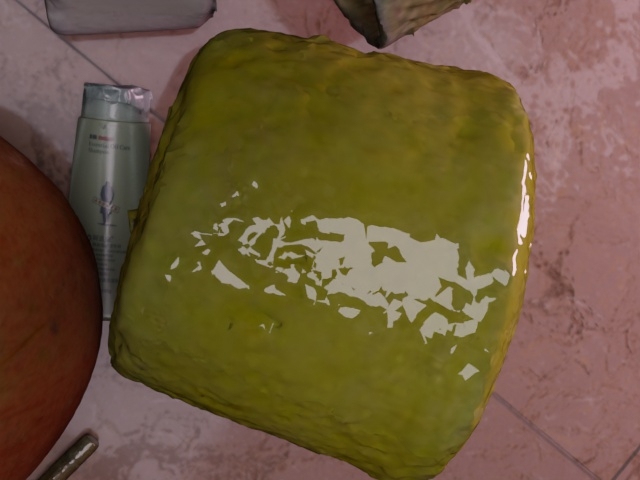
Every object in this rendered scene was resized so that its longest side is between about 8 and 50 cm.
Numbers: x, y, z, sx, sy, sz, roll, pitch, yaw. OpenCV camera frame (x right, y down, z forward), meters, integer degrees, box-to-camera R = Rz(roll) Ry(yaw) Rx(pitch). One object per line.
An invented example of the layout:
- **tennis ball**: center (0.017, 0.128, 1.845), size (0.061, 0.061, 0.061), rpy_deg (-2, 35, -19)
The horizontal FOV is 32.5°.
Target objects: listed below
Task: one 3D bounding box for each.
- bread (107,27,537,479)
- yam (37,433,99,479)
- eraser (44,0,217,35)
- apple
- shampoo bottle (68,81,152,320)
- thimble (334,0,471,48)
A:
- **bread**: center (0.000, 0.000, 0.891), size (0.307, 0.348, 0.348), rpy_deg (17, 94, -4)
- **yam**: center (-0.254, 0.227, 1.030), size (0.116, 0.021, 0.021), rpy_deg (-44, 102, -2)
- **eraser**: center (-0.163, -0.308, 0.876), size (0.149, 0.331, 0.332), rpy_deg (-7, 99, -8)
- **apple**: center (-0.354, 0.062, 0.826), size (0.363, 0.364, 0.364), rpy_deg (-1, 98, -10)
- **shampoo bottle**: center (-0.192, -0.035, 0.990), size (0.072, 0.049, 0.213), rpy_deg (4, 97, -1)
- **thimble**: center (0.048, -0.306, 0.887), size (0.150, 0.271, 0.271), rpy_deg (-30, 102, -2)
